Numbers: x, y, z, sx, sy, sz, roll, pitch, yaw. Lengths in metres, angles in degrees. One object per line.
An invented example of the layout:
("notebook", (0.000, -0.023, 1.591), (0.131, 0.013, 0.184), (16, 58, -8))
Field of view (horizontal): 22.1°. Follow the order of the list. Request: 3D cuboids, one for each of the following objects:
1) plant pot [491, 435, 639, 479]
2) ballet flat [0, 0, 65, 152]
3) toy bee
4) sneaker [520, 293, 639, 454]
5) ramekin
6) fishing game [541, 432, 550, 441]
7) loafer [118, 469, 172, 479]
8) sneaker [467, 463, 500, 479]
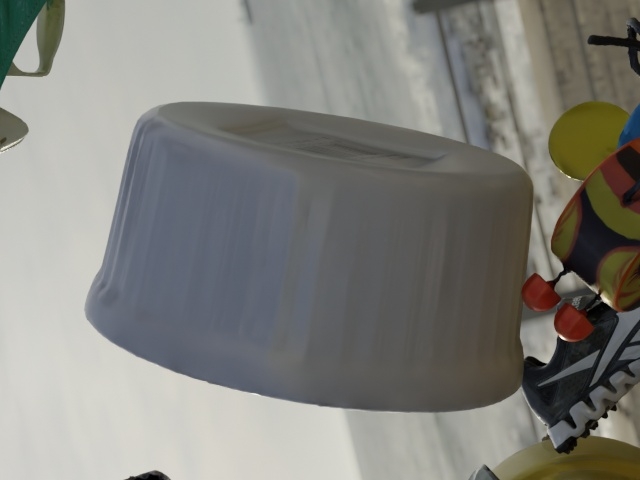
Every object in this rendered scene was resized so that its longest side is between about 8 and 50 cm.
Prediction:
("plant pot", (0.246, 0.321, 1.453), (0.239, 0.254, 0.254), (-82, -21, -84))
("ballet flat", (-0.225, -0.111, 1.099), (0.083, 0.087, 0.247), (11, 77, 56))
("toy bee", (0.185, -0.019, 0.923), (0.298, 0.162, 0.195), (27, -162, -38))
("sneaker", (0.261, 0.076, 1.427), (0.106, 0.234, 0.078), (49, -162, 10))
("ramekin", (0.000, 0.000, 1.017), (0.277, 0.277, 0.135), (-108, 26, -79))
("fishing game", (0.333, 0.289, 1.731), (0.264, 0.189, 0.041), (-113, 41, -57))
("loafer", (-0.210, 0.255, 1.004), (0.134, 0.366, 0.130), (12, 124, 41))
("sneaker", (0.135, 0.268, 1.190), (0.110, 0.122, 0.283), (46, 180, -10))
